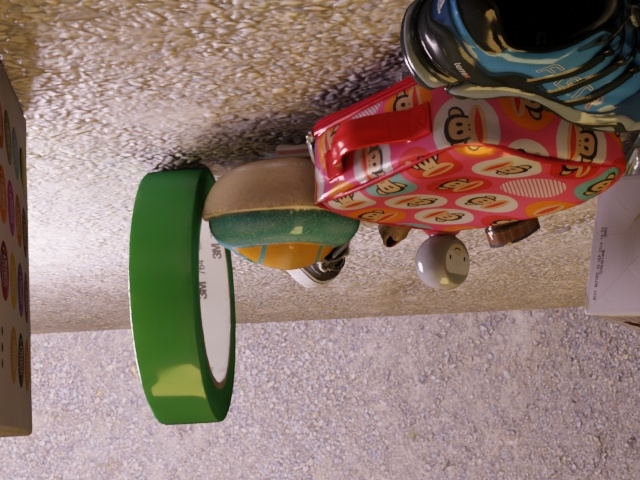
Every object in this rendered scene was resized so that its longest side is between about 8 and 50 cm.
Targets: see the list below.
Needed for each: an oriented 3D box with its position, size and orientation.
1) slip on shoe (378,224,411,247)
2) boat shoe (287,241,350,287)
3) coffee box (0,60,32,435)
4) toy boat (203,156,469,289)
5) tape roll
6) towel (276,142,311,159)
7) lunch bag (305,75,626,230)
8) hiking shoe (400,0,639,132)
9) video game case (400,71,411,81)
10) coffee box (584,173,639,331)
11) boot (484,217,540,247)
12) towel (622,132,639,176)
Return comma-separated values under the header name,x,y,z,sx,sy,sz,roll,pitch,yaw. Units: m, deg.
name,x,y,z,sx,sy,sz,roll,pitch,yaw
slip on shoe,0.127,-0.020,1.801,0.051,0.041,0.135,1,169,-21
boat shoe,0.000,0.000,1.728,0.102,0.108,0.301,-5,162,18
coffee box,-0.441,0.011,0.989,0.338,0.338,0.334,-2,170,-9
toy boat,0.021,-0.015,1.335,0.318,0.148,0.267,0,176,-6
tape roll,-0.169,0.071,1.433,0.077,0.321,0.321,-3,169,4
towel,0.044,-0.100,1.401,0.144,0.029,0.197,-4,169,19
lunch bag,0.124,-0.088,1.128,0.258,0.120,0.293,6,166,-33
hiking shoe,0.222,-0.157,0.914,0.304,0.113,0.132,0,169,-19
video game case,0.161,-0.151,1.184,0.143,0.019,0.157,-5,168,7
coffee box,0.463,0.039,1.366,0.297,0.168,0.118,18,166,-38
boot,0.266,-0.078,1.498,0.082,0.106,0.219,-15,-167,32
towel,0.562,-0.056,1.444,0.374,0.090,0.320,8,171,8
